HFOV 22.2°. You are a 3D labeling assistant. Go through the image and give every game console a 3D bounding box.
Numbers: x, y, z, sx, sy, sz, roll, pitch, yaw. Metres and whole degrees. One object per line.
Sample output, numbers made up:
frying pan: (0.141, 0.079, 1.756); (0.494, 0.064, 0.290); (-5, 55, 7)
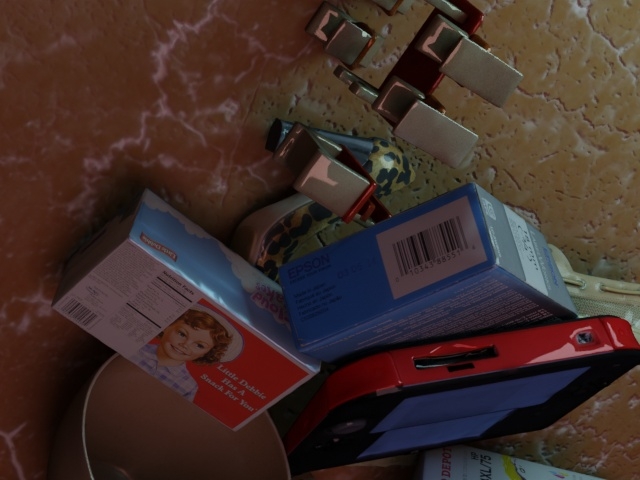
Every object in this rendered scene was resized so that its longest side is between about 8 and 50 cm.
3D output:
game console: (0.156, 0.193, 1.908); (0.386, 0.060, 0.342); (-7, 155, -20)

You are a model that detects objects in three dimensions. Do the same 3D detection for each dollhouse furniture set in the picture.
dollhouse furniture set: (0.079, -0.146, 1.714); (0.135, 0.262, 0.259); (27, 105, -33)

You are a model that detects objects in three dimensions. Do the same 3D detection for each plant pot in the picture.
plant pot: (-0.201, 0.282, 1.856); (0.284, 0.284, 0.191); (25, 137, -30)

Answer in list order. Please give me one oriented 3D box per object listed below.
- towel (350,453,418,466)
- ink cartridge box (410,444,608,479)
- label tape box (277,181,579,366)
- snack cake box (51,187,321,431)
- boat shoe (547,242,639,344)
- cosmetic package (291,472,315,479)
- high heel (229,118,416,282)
towel: (0.087, 0.223, 2.055); (0.110, 0.027, 0.148); (-2, 117, -22)
ink cartridge box: (0.233, 0.404, 2.053); (0.270, 0.198, 0.197); (14, 114, -1)
label tape box: (0.137, 0.067, 1.817); (0.240, 0.106, 0.333); (-24, 157, 19)
snack cake box: (-0.140, 0.080, 1.786); (0.264, 0.089, 0.152); (37, 126, -20)
boat shoe: (0.257, 0.062, 1.996); (0.341, 0.121, 0.110); (18, 74, -20)
cosmetic package: (-0.119, 0.432, 2.035); (0.309, 0.113, 0.160); (-21, 123, -9)
high heel: (0.000, 0.000, 1.861); (0.186, 0.093, 0.261); (12, 106, -24)
